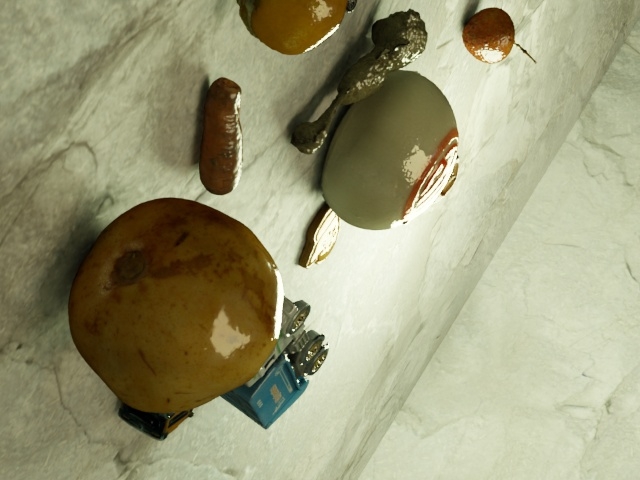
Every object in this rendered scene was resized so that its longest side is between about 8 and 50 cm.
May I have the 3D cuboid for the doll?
[{"bbox_3d":[0.061,-0.247,2.082,0.286,0.091,0.203,-53,171,2],"label":"doll"}]

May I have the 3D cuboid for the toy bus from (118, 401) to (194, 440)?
[{"bbox_3d":[-0.217,0.182,1.905,0.103,0.091,0.182,-32,144,-57],"label":"toy bus"}]

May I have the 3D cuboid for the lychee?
[{"bbox_3d":[0.329,-0.386,2.558,0.140,0.101,0.114,3,73,-58],"label":"lychee"}]

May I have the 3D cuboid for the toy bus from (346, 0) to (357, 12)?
[{"bbox_3d":[0.036,-0.391,1.779,0.194,0.083,0.088,-57,153,-26],"label":"toy bus"}]

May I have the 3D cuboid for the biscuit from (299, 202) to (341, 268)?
[{"bbox_3d":[0.001,0.001,2.357,0.118,0.023,0.140,-58,162,-16],"label":"biscuit"}]

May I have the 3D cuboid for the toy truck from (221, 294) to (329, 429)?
[{"bbox_3d":[-0.097,0.174,2.141,0.175,0.146,0.367,-53,161,-15],"label":"toy truck"}]

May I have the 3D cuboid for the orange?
[{"bbox_3d":[-0.041,-0.303,1.602,0.134,0.156,0.156,19,98,-51],"label":"orange"}]

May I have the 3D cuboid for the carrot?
[{"bbox_3d":[-0.129,-0.133,1.744,0.060,0.060,0.186,-47,155,-39],"label":"carrot"}]

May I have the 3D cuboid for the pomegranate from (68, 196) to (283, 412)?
[{"bbox_3d":[-0.171,0.084,1.623,0.264,0.264,0.264,-52,160,-28],"label":"pomegranate"}]

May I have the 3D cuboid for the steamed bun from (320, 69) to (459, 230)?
[{"bbox_3d":[0.133,-0.139,2.253,0.283,0.177,0.283,-53,164,-22],"label":"steamed bun"}]

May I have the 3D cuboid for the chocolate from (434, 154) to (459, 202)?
[{"bbox_3d":[0.194,-0.130,2.550,0.133,0.124,0.127,-43,168,-6],"label":"chocolate"}]
